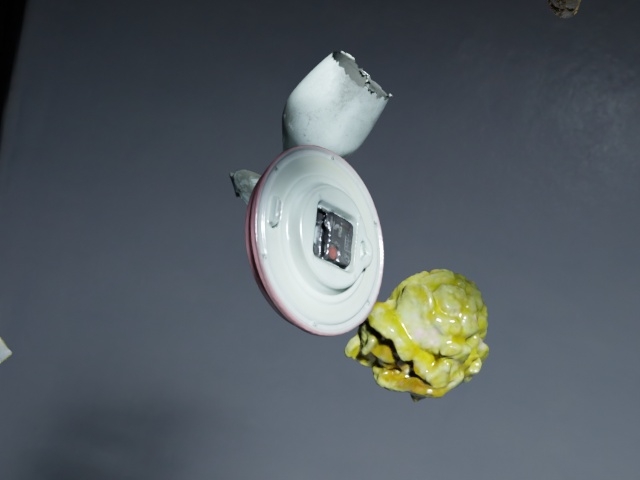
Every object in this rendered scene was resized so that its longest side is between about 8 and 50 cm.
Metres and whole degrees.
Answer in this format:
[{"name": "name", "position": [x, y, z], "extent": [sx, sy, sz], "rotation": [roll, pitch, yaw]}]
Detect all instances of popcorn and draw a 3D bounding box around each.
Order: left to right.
[{"name": "popcorn", "position": [0.185, 0.173, 1.490], "extent": [0.212, 0.259, 0.259], "rotation": [49, 22, 16]}]

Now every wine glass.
[{"name": "wine glass", "position": [-0.014, -0.143, 1.188], "extent": [0.126, 0.241, 0.126], "rotation": [34, 24, -17]}]

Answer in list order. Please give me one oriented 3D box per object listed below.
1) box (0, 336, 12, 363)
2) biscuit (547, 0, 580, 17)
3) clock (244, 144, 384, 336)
[{"name": "box", "position": [-0.428, 0.057, 0.746], "extent": [0.097, 0.265, 0.168], "rotation": [-15, 26, 44]}, {"name": "biscuit", "position": [0.254, -0.325, 0.795], "extent": [0.042, 0.226, 0.226], "rotation": [15, 9, 13]}, {"name": "clock", "position": [0.001, -0.001, 1.062], "extent": [0.056, 0.244, 0.244], "rotation": [-12, -8, 39]}]
